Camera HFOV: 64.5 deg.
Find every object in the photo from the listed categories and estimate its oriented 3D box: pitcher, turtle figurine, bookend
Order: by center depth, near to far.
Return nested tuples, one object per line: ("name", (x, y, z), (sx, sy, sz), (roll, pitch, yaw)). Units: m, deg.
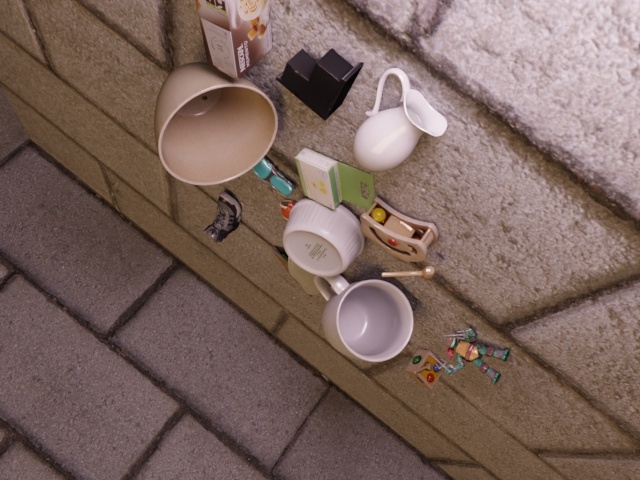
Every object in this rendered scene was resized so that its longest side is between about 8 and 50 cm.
("pitcher", (0.149, -0.256, 1.110), (0.207, 0.126, 0.177), (-32, 87, 54))
("bookend", (-0.007, -0.380, 1.146), (0.157, 0.072, 0.156), (40, 155, 1))
("turtle figurine", (0.493, 0.370, 1.687), (0.234, 0.118, 0.175), (21, 109, 32))

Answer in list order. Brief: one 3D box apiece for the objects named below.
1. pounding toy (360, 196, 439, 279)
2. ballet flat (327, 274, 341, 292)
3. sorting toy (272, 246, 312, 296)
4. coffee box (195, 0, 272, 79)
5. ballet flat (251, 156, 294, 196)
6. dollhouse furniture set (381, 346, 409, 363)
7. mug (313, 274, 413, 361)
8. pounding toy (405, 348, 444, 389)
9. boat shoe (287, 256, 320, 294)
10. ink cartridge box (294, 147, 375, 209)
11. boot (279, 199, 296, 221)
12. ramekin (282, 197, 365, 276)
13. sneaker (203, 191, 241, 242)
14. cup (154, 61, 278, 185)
("pounding toy", (0.218, 0.014, 1.405), (0.270, 0.154, 0.154), (36, 158, 2))
("ballet flat", (0.055, 0.198, 2.032), (0.072, 0.068, 0.213), (-3, 144, 4))
("sorting toy", (-0.115, 0.129, 2.152), (0.193, 0.038, 0.208), (57, 172, -33))
("coffee box", (-0.187, -0.501, 1.110), (0.098, 0.141, 0.246), (32, 154, 14))
("ballet flat", (-0.166, -0.213, 1.673), (0.188, 0.070, 0.070), (45, 155, -4))
("dollhouse furniture set", (0.234, 0.438, 2.096), (0.161, 0.101, 0.182), (33, 168, -29))
("mug", (0.112, 0.253, 1.841), (0.374, 0.276, 0.328), (51, 162, -2))
("pounding toy", (0.410, 0.507, 2.006), (0.141, 0.130, 0.100), (48, 154, -18))
("boat shoe", (-0.062, 0.096, 1.985), (0.319, 0.116, 0.099), (66, -176, -50))
("ink cartridge box", (0.045, -0.160, 1.476), (0.235, 0.056, 0.171), (28, 153, 26))
("boot", (-0.081, -0.093, 1.762), (0.158, 0.059, 0.084), (21, 145, 37))
("ramekin", (0.000, 0.000, 1.645), (0.273, 0.127, 0.272), (18, 141, 16))
("sneaker", (-0.412, -0.083, 2.119), (0.101, 0.153, 0.268), (33, 155, 12))
("cup", (-0.316, -0.351, 1.399), (0.237, 0.331, 0.331), (57, 166, 31))
